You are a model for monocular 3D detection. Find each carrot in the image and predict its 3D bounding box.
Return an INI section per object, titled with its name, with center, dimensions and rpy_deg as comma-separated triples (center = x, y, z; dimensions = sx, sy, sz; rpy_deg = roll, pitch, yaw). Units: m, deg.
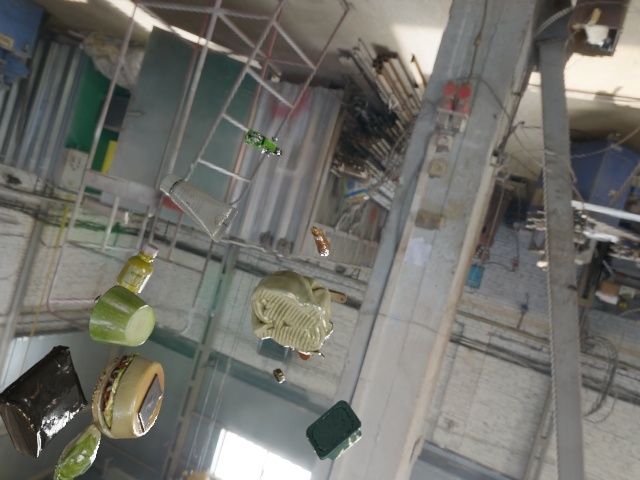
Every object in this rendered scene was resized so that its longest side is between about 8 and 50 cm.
[carrot]
center = 0.000, 0.000, 2.030
dimensions = 0.059, 0.059, 0.248
rpy_deg = 16, 159, 19

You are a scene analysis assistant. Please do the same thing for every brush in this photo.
[brush]
center = -0.029, 0.215, 2.336
dimensions = 0.327, 0.070, 0.065
rpy_deg = 21, -150, 0

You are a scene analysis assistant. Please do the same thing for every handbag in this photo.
[handbag]
center = -0.745, 0.441, 1.349
dimensions = 0.080, 0.247, 0.223
rpy_deg = 13, -147, 18

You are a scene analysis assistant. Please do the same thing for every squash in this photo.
[squash]
center = -0.550, 0.219, 1.376
dimensions = 0.123, 0.170, 0.170
rpy_deg = 15, 180, 20

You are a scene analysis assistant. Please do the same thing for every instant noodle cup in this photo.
[instant noodle cup]
center = 0.053, 0.637, 1.630
dimensions = 0.070, 0.179, 0.157
rpy_deg = 56, 171, -25

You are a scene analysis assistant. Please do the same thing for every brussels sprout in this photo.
[brussels sprout]
center = -0.754, 0.667, 1.536
dimensions = 0.100, 0.181, 0.139
rpy_deg = 43, 156, 3

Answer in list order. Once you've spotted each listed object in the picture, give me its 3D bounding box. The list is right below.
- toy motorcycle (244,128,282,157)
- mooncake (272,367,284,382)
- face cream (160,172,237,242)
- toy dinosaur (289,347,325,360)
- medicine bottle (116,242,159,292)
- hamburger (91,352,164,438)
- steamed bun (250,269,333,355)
[toy motorcycle]
center = -0.221, -0.363, 1.845
dimensions = 0.106, 0.074, 0.190
rpy_deg = 18, 175, 31
[mooncake]
center = -0.213, 0.438, 2.080
dimensions = 0.057, 0.346, 0.150
rpy_deg = -2, 153, -21
[face cream]
center = -0.453, -0.135, 1.802
dimensions = 0.314, 0.143, 0.089
rpy_deg = 36, -174, 18
[toy dinosaur]
center = -0.077, 0.502, 2.243
dimensions = 0.057, 0.142, 0.212
rpy_deg = -7, -137, -39
[medicine bottle]
center = -0.798, 0.115, 2.182
dimensions = 0.122, 0.212, 0.122
rpy_deg = 32, -175, -3
[hamburger]
center = -0.665, 0.532, 1.705
dimensions = 0.176, 0.300, 0.300
rpy_deg = 6, 180, 4
[steamed bun]
center = -0.106, 0.264, 1.981
dimensions = 0.347, 0.394, 0.237
rpy_deg = -20, -152, 26
